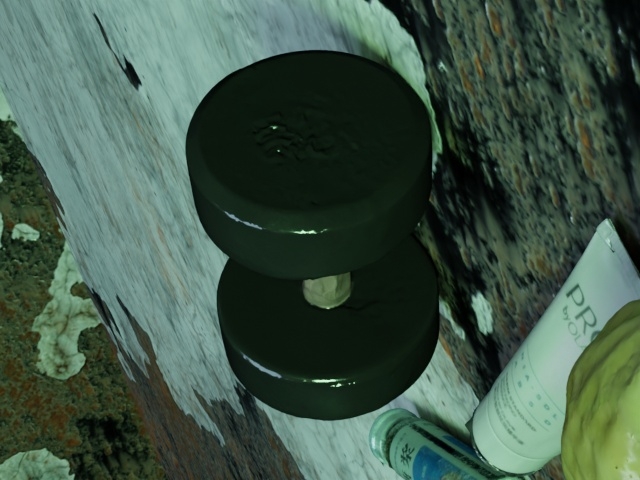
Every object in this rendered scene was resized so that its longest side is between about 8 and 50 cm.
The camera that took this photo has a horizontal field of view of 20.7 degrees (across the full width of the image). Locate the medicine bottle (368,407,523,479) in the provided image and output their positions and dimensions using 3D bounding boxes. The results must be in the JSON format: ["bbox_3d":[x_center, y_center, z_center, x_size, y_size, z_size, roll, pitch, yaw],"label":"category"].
[{"bbox_3d":[0.094,0.172,1.321,0.051,0.051,0.191,67,165,-18],"label":"medicine bottle"}]

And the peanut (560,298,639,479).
[{"bbox_3d":[0.176,0.117,0.809,0.149,0.149,0.313,53,167,29],"label":"peanut"}]

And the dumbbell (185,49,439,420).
[{"bbox_3d":[0.000,0.000,1.134,0.152,0.152,0.218,51,161,33],"label":"dumbbell"}]

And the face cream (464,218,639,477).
[{"bbox_3d":[0.144,0.075,0.994,0.092,0.058,0.244,62,159,16],"label":"face cream"}]
